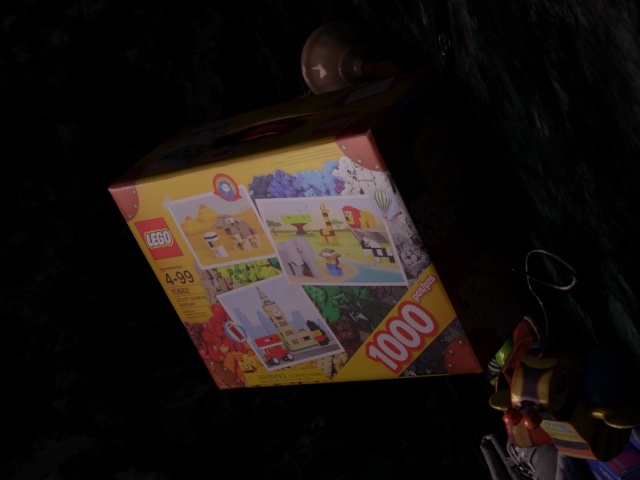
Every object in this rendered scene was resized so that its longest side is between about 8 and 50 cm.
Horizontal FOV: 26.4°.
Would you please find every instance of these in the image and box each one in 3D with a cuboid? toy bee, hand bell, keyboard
[{"bbox_3d":[0.269,0.179,1.609,0.298,0.162,0.195,46,147,-17],"label":"toy bee"},{"bbox_3d":[0.076,-0.260,2.046,0.242,0.126,0.126,24,144,63],"label":"hand bell"},{"bbox_3d":[0.136,-0.258,1.613,0.180,0.023,0.108,68,180,-64],"label":"keyboard"}]

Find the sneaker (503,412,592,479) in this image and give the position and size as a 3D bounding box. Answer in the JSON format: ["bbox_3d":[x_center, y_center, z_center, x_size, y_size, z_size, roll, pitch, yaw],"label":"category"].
[{"bbox_3d":[0.321,0.316,1.951,0.105,0.115,0.281,60,-163,-21],"label":"sneaker"}]

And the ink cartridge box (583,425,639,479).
[{"bbox_3d":[0.425,0.355,1.820,0.311,0.065,0.186,65,175,-16],"label":"ink cartridge box"}]

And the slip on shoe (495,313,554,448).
[{"bbox_3d":[0.289,0.191,1.890,0.331,0.101,0.123,-80,-30,-72],"label":"slip on shoe"}]

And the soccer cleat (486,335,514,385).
[{"bbox_3d":[0.311,0.198,2.326,0.179,0.060,0.072,89,163,-68],"label":"soccer cleat"}]

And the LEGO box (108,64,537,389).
[{"bbox_3d":[0.000,0.000,1.936,0.500,0.193,0.372,-10,116,41],"label":"LEGO box"}]

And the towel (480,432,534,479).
[{"bbox_3d":[0.385,0.444,2.030,0.312,0.056,0.324,38,-173,-14],"label":"towel"}]

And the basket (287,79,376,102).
[{"bbox_3d":[0.013,-0.106,2.278,0.223,0.299,0.213,58,176,25],"label":"basket"}]
